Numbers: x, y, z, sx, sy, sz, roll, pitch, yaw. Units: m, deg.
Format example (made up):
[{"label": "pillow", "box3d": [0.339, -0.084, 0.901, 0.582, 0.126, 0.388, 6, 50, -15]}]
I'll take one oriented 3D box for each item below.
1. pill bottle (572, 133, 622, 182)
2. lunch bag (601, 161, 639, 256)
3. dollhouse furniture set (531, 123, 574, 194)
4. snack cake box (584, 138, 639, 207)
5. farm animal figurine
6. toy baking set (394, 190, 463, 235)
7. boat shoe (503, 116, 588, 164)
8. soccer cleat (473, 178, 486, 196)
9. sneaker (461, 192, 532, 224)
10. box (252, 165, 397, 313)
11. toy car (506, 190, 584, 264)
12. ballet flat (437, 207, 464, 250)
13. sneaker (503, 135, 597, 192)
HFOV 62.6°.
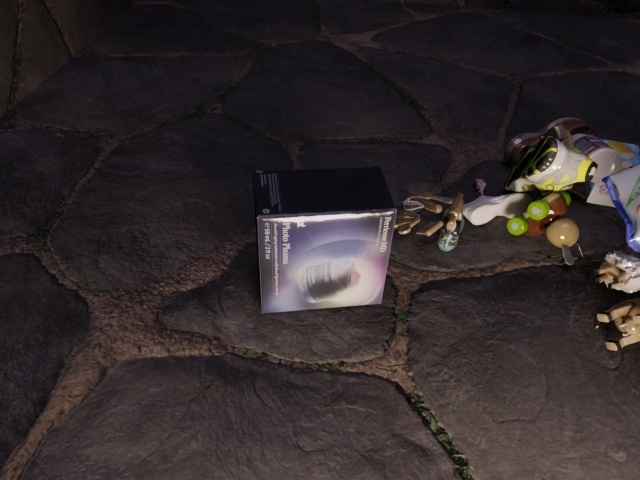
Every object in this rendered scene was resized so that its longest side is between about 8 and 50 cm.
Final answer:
[{"label": "pill bottle", "box3d": [0.800, -0.253, 1.567, 0.108, 0.107, 0.180, 2, 29, -1]}, {"label": "lunch bag", "box3d": [0.895, -0.047, 1.185, 0.385, 0.328, 0.238, 30, 48, -37]}, {"label": "dollhouse furniture set", "box3d": [0.717, -0.241, 1.561, 0.101, 0.182, 0.160, -18, 80, -10]}, {"label": "snack cake box", "box3d": [0.921, -0.213, 1.656, 0.152, 0.089, 0.264, 13, 43, 10]}, {"label": "farm animal figurine", "box3d": [0.753, 0.194, 1.102, 0.172, 0.330, 0.327, -18, 18, -19]}, {"label": "toy baking set", "box3d": [0.302, -0.090, 1.473, 0.197, 0.030, 0.256, -3, 32, 33]}, {"label": "boat shoe", "box3d": [0.763, -0.309, 1.744, 0.324, 0.123, 0.116, -24, 51, -14]}, {"label": "soccer cleat", "box3d": [0.495, -0.164, 1.623, 0.036, 0.029, 0.083, -1, 37, 2]}, {"label": "sneaker", "box3d": [0.508, -0.107, 1.532, 0.212, 0.080, 0.094, -10, 28, -15]}, {"label": "box", "box3d": [0.000, 0.000, 1.210, 0.294, 0.296, 0.182, -4, 42, -8]}, {"label": "toy car", "box3d": [0.632, -0.020, 1.421, 0.155, 0.149, 0.188, -19, 70, -39]}, {"label": "ballet flat", "box3d": [0.367, -0.049, 1.460, 0.070, 0.070, 0.188, 11, 42, 9]}, {"label": "sneaker", "box3d": [0.622, -0.183, 1.461, 0.147, 0.145, 0.385, 23, 7, 3]}]
